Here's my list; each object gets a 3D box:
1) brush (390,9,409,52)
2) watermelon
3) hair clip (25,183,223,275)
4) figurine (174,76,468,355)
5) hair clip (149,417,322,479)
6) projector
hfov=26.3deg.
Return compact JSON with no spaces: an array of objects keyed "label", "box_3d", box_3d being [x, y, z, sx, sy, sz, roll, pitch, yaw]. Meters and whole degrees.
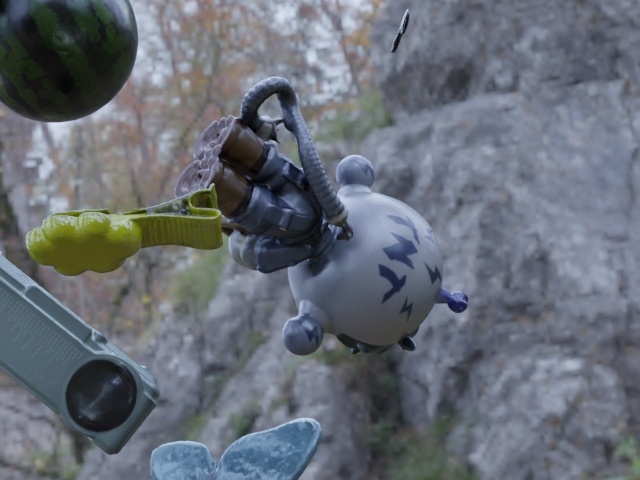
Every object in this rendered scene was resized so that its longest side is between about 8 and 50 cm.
[{"label":"brush","box_3d":[0.099,-0.256,1.684,0.008,0.024,0.083,7,-28,-9]},{"label":"watermelon","box_3d":[-0.439,-0.335,2.256,0.285,0.285,0.285,-7,-16,-2]},{"label":"hair clip","box_3d":[-0.172,-0.004,1.211,0.173,0.046,0.072,-9,-43,-8]},{"label":"figurine","box_3d":[-0.002,0.003,1.627,0.382,0.261,0.186,33,-11,-29]},{"label":"hair clip","box_3d":[-0.161,0.482,2.074,0.318,0.392,0.238,-3,-54,36]},{"label":"projector","box_3d":[-0.298,0.113,1.471,0.256,0.099,0.192,40,-11,-8]}]
